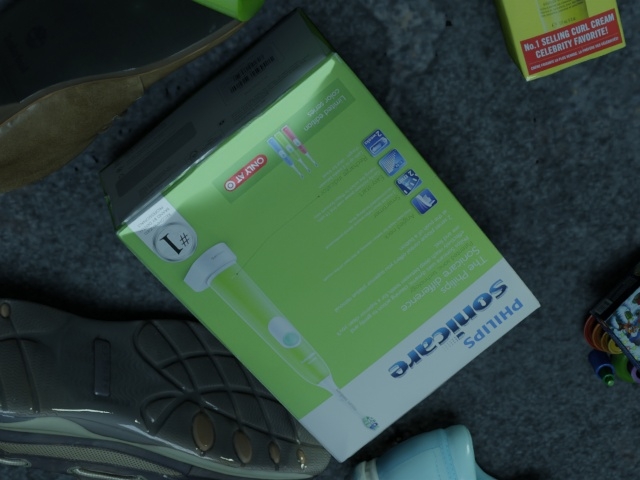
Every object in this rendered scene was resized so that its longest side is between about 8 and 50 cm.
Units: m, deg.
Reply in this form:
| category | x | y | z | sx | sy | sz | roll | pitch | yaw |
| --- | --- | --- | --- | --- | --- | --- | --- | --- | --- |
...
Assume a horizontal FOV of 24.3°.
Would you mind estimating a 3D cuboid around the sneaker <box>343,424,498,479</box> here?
| category | x | y | z | sx | sy | sz | roll | pitch | yaw |
| --- | --- | --- | --- | --- | --- | --- | --- | --- | --- |
| sneaker | 0.181 | 0.311 | 1.368 | 0.150 | 0.135 | 0.366 | -33 | 120 | 15 |

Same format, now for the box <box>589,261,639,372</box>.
| category | x | y | z | sx | sy | sz | roll | pitch | yaw |
| --- | --- | --- | --- | --- | --- | --- | --- | --- | --- |
| box | 0.306 | 0.047 | 1.265 | 0.137 | 0.027 | 0.094 | -45 | 118 | -3 |

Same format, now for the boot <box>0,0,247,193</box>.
| category | x | y | z | sx | sy | sz | roll | pitch | yaw |
| --- | --- | --- | --- | --- | --- | --- | --- | --- | --- |
| boot | -0.173 | -0.128 | 1.099 | 0.305 | 0.112 | 0.115 | -26 | 151 | 2 |

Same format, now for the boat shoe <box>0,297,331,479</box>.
| category | x | y | z | sx | sy | sz | roll | pitch | yaw |
| --- | --- | --- | --- | --- | --- | --- | --- | --- | --- |
| boat shoe | -0.163 | 0.140 | 1.243 | 0.355 | 0.132 | 0.130 | 18 | 142 | -22 |

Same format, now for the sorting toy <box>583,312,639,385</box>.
| category | x | y | z | sx | sy | sz | roll | pitch | yaw |
| --- | --- | --- | --- | --- | --- | --- | --- | --- | --- |
| sorting toy | 0.268 | 0.101 | 1.307 | 0.061 | 0.042 | 0.102 | -38 | 118 | 15 |

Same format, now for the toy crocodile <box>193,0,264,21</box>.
| category | x | y | z | sx | sy | sz | roll | pitch | yaw |
| --- | --- | --- | --- | --- | --- | --- | --- | --- | --- |
| toy crocodile | 0.006 | -0.301 | 0.978 | 0.115 | 0.105 | 0.340 | 35 | 111 | -4 |

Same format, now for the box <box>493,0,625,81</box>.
| category | x | y | z | sx | sy | sz | roll | pitch | yaw |
| --- | --- | --- | --- | --- | --- | --- | --- | --- | --- |
| box | 0.153 | -0.237 | 1.080 | 0.087 | 0.058 | 0.232 | -18 | 122 | 3 |

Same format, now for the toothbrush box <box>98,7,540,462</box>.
| category | x | y | z | sx | sy | sz | roll | pitch | yaw |
| --- | --- | --- | --- | --- | --- | --- | --- | --- | --- |
| toothbrush box | 0.000 | 0.000 | 1.150 | 0.206 | 0.122 | 0.283 | -40 | 117 | 5 |
